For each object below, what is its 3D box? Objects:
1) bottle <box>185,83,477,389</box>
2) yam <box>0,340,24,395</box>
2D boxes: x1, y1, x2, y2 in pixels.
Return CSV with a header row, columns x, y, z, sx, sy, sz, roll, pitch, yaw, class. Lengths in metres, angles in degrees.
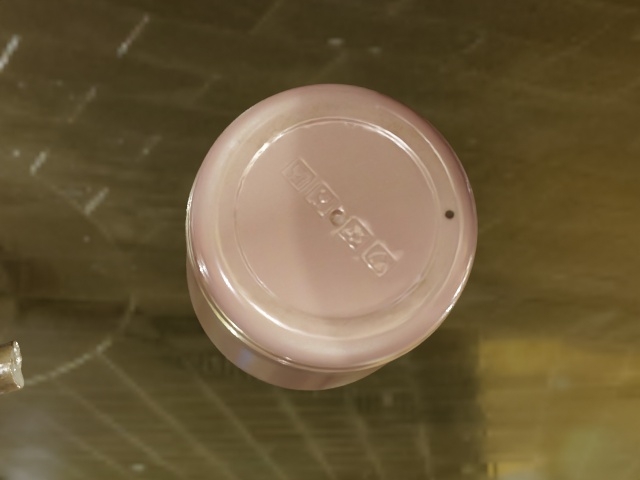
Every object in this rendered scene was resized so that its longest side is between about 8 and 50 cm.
x,y,z,sx,sy,sz,roll,pitch,yaw,class
0.000,0.000,0.981,0.173,0.206,0.297,13,167,-2,bottle
-0.225,0.079,0.758,0.145,0.032,0.032,-11,161,8,yam
